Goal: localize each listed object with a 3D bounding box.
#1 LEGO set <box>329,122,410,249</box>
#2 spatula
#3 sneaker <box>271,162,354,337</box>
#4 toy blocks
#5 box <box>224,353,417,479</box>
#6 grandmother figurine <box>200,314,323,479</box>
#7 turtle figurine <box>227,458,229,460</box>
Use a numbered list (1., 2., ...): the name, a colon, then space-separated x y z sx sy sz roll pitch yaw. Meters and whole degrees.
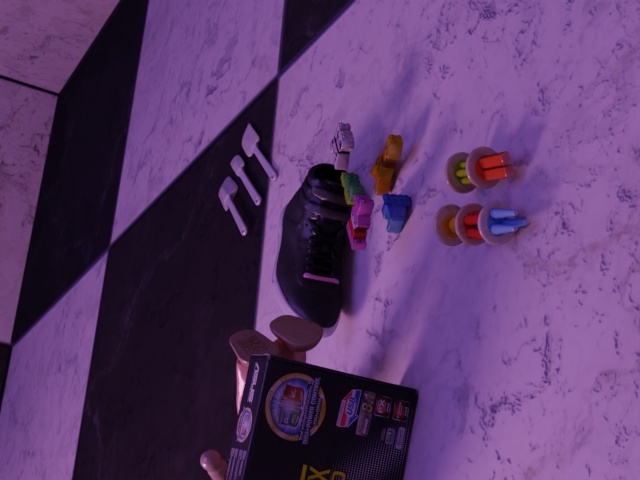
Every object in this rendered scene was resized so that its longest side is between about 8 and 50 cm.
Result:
1. LEGO set: 0.078 -0.096 1.570 0.227 0.087 0.093 -102 21 -46
2. spatula: -0.142 -0.111 2.137 0.168 0.019 0.242 -60 28 16
3. sneaker: 0.000 0.000 1.656 0.295 0.105 0.147 -95 26 -46
4. toy blocks: 0.201 -0.054 1.328 0.148 0.054 0.123 -3 73 64
5. box: -0.007 0.292 1.361 0.060 0.216 0.270 -9 66 63
6. grandmother figurine: -0.066 0.275 1.502 0.104 0.208 0.342 -133 35 -52
7. turtle figurine: -0.148 0.393 1.663 0.217 0.087 0.269 -3 -66 -88
